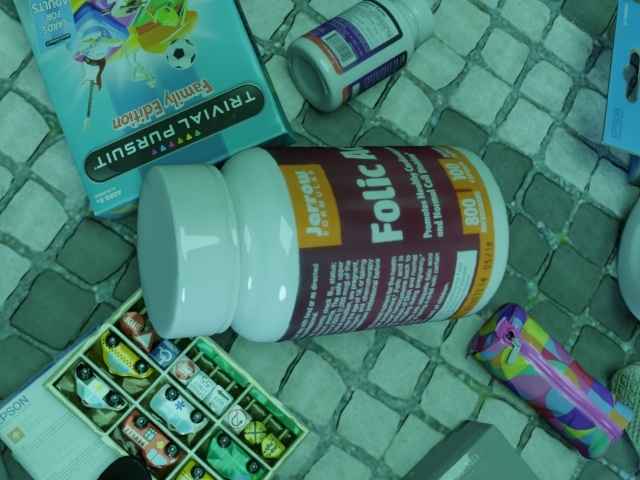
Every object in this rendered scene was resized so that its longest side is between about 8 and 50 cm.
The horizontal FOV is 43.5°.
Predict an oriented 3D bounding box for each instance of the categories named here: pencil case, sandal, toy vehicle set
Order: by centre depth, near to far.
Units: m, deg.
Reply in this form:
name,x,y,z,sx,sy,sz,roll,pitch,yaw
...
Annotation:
name,x,y,z,sx,sy,sz,roll,pitch,yaw
sandal,-0.244,0.319,0.879,0.067,0.040,0.179,35,91,1
toy vehicle set,-0.164,0.196,0.937,0.267,0.035,0.166,42,71,-2
pencil case,0.307,0.187,1.079,0.236,0.104,0.104,41,72,-5

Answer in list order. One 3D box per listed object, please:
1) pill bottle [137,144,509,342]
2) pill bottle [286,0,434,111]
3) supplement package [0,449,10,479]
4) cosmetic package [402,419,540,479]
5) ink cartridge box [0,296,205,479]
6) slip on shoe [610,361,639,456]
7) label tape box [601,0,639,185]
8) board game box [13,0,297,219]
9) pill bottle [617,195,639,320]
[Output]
name,x,y,z,sx,sy,sz,roll,pitch,yaw
pill bottle,0.000,0.000,0.941,0.393,0.224,0.223,-4,80,-25
pill bottle,0.059,-0.267,1.101,0.194,0.108,0.108,-34,89,-19
supplement package,-0.459,0.331,0.808,0.293,0.175,0.177,-18,83,-17
cosmetic package,0.233,0.358,1.023,0.127,0.107,0.238,-41,94,-16
ink cartridge box,-0.236,0.221,0.957,0.223,0.045,0.224,-41,90,-19
slip on shoe,0.509,0.319,1.094,0.101,0.123,0.331,-11,73,-25
label tape box,0.556,-0.197,1.217,0.334,0.106,0.240,14,76,-11
board game box,-0.210,-0.229,0.989,0.254,0.079,0.335,-23,84,7
pill bottle,0.655,0.046,1.130,0.408,0.229,0.228,11,76,-13
